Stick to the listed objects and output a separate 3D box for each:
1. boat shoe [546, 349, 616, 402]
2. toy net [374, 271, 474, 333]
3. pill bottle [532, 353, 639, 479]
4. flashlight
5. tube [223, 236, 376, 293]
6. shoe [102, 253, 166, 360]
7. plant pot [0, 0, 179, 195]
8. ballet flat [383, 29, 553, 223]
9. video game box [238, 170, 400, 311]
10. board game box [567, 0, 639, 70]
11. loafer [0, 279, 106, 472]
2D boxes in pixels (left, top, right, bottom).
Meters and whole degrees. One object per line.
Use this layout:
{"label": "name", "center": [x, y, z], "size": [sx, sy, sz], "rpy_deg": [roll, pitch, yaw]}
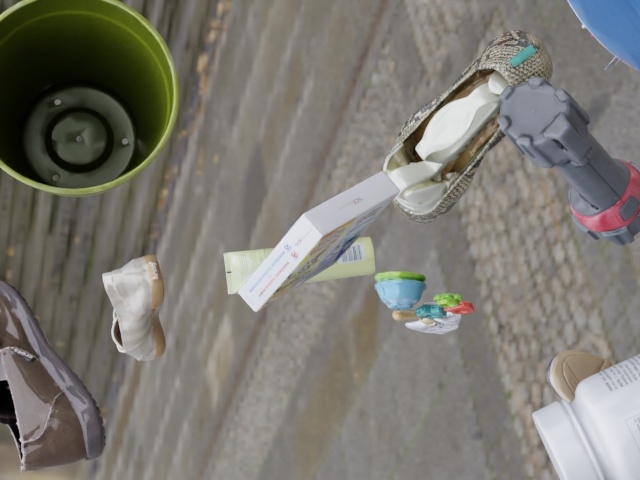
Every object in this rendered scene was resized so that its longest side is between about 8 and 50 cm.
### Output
{"label": "boat shoe", "center": [0.445, 0.258, 1.869], "size": [0.092, 0.285, 0.102], "rpy_deg": [-28, 37, 62]}
{"label": "toy net", "center": [0.154, 0.085, 1.676], "size": [0.232, 0.122, 0.045], "rpy_deg": [38, -130, -67]}
{"label": "pill bottle", "center": [0.436, 0.231, 1.639], "size": [0.160, 0.283, 0.160], "rpy_deg": [-24, -90, -87]}
{"label": "flashlight", "center": [0.290, -0.089, 1.408], "size": [0.103, 0.304, 0.103], "rpy_deg": [-15, 62, 29]}
{"label": "tube", "center": [-0.033, 0.038, 1.997], "size": [0.070, 0.240, 0.062], "rpy_deg": [-156, 59, -84]}
{"label": "shoe", "center": [-0.204, 0.077, 1.340], "size": [0.219, 0.058, 0.076], "rpy_deg": [107, 143, -62]}
{"label": "plant pot", "center": [-0.454, -0.232, 2.322], "size": [0.353, 0.367, 0.366], "rpy_deg": [133, 141, -77]}
{"label": "ballet flat", "center": [0.209, -0.167, 2.128], "size": [0.164, 0.182, 0.483], "rpy_deg": [47, 136, 8]}
{"label": "video game box", "center": [0.000, 0.000, 1.757], "size": [0.048, 0.205, 0.187], "rpy_deg": [47, 130, 11]}
{"label": "board game box", "center": [0.266, -0.210, 1.126], "size": [0.133, 0.169, 0.033], "rpy_deg": [56, 136, 9]}
{"label": "loafer", "center": [-0.432, 0.175, 1.693], "size": [0.366, 0.130, 0.133], "rpy_deg": [39, 139, 37]}
